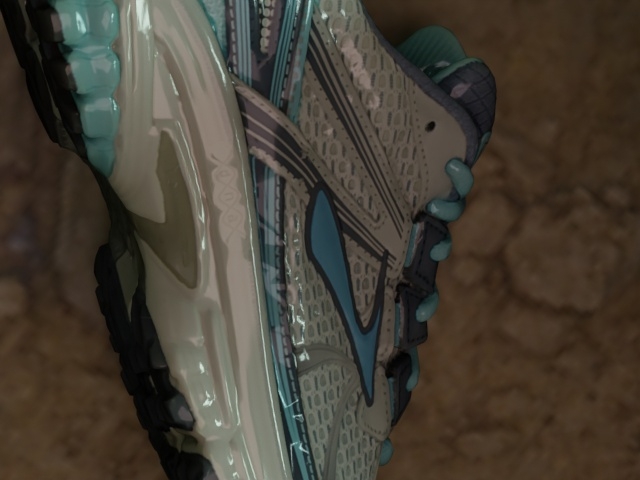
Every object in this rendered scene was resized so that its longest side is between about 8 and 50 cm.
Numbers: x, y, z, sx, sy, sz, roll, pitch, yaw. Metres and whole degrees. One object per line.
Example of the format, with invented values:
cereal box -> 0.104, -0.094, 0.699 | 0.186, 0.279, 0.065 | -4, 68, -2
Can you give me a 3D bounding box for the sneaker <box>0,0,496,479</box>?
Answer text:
sneaker -> 0.000, 0.000, 0.490 | 0.122, 0.110, 0.283 | -19, 113, -12
